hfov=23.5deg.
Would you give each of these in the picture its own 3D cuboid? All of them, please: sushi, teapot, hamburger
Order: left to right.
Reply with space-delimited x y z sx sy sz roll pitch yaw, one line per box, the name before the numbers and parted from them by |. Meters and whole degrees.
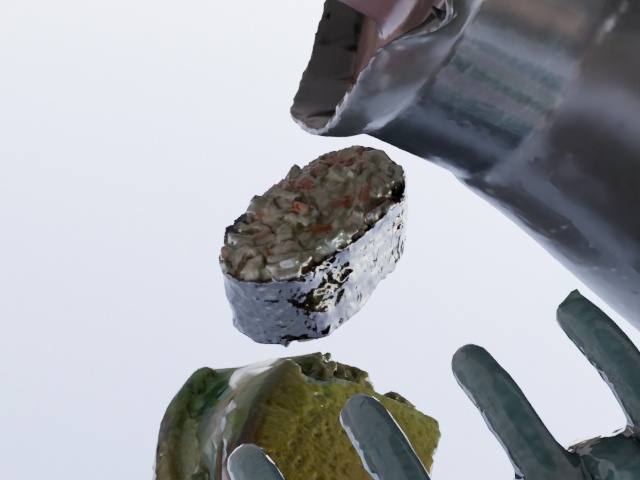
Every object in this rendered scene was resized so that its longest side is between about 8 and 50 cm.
hamburger | -0.032 0.193 1.163 0.192 0.167 0.288 29 -134 -15
sushi | 0.000 0.000 1.012 0.090 0.078 0.150 20 -133 37
teapot | 0.170 -0.128 0.922 0.361 0.305 0.376 24 -160 -16

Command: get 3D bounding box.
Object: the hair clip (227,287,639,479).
hair clip | 0.137 0.177 0.748 0.318 0.238 0.392 -22 -143 -10
